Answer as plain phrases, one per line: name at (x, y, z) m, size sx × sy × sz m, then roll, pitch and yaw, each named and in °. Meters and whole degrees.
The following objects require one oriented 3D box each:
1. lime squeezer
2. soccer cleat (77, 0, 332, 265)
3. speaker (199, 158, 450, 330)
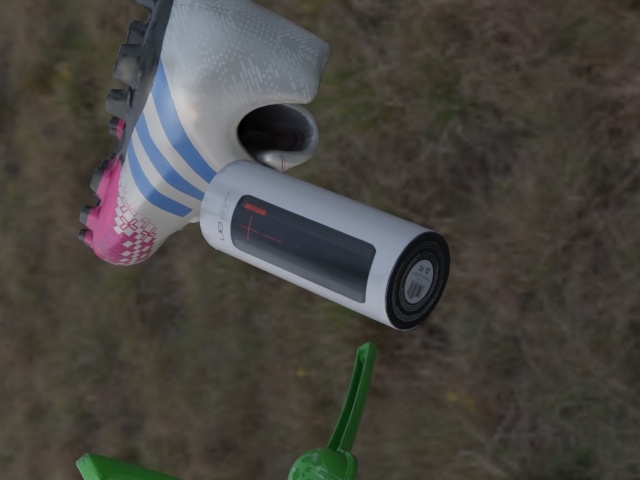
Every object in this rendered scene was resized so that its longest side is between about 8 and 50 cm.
lime squeezer at (-0.029, 0.153, 0.941) m, size 0.110 × 0.310 × 0.059 m, roll 47°, pitch 122°, yaw 18°
soccer cleat at (-0.084, -0.055, 0.990) m, size 0.331 × 0.143 × 0.116 m, roll 121°, pitch 164°, yaw -63°
speaker at (0.000, 0.000, 0.758) m, size 0.136 × 0.055 × 0.055 m, roll 23°, pitch 113°, yaw 36°
